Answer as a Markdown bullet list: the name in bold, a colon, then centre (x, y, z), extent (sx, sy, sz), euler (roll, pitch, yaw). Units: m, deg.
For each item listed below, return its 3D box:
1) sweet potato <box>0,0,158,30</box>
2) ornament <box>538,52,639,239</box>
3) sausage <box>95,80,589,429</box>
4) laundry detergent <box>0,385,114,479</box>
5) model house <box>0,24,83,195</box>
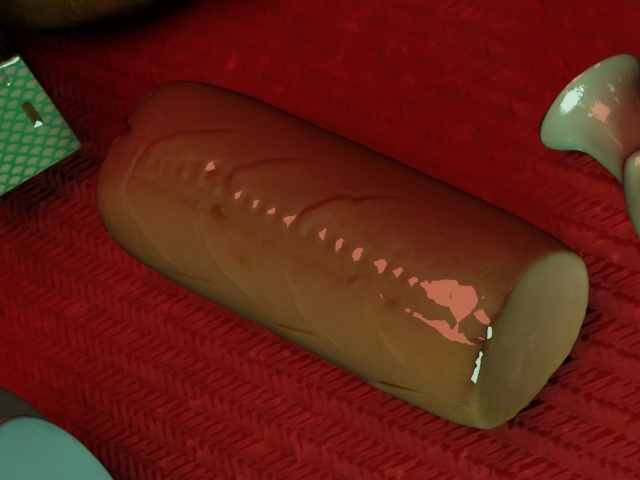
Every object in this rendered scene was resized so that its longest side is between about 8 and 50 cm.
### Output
- **sweet potato**: centre (-0.138, -0.191, 1.164), extent (0.252, 0.097, 0.097), euler (-12, 72, 31)
- **ornament**: centre (0.191, -0.028, 0.975), extent (0.075, 0.081, 0.156), euler (-45, 59, 14)
- **sausage**: centre (-0.001, 0.000, 1.034), extent (0.304, 0.121, 0.121), euler (25, 89, 30)
- **laundry detergent**: centre (-0.257, 0.236, 0.998), extent (0.305, 0.287, 0.287), euler (-27, 67, 17)
- **model house**: centre (-0.280, -0.118, 1.079), extent (0.178, 0.206, 0.271), euler (-28, 100, -1)
